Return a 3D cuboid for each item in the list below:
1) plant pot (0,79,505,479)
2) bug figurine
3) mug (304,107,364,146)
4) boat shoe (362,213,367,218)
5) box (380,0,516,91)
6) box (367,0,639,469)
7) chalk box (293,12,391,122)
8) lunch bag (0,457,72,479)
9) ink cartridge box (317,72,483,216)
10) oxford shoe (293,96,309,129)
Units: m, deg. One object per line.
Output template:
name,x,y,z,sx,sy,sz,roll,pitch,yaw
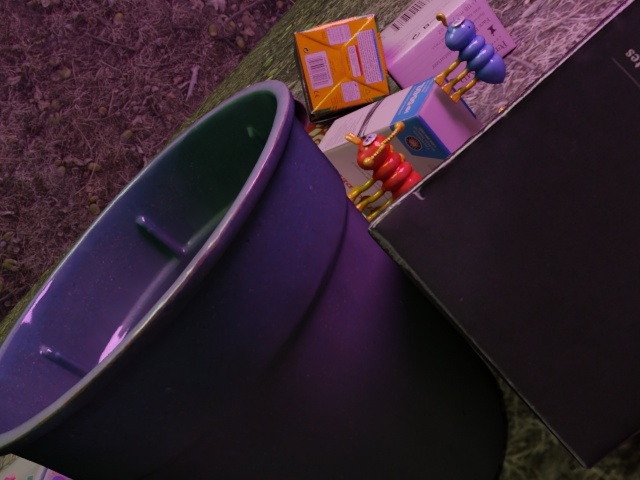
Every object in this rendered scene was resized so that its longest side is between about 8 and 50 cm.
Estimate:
plant pot,-0.038,0.103,0.557,0.341,0.334,0.341,-37,26,22
bug figurine,0.159,-0.111,0.712,0.279,0.216,0.072,-55,14,-22
mug,0.056,-0.146,1.061,0.169,0.113,0.150,-12,47,45
boat shoe,0.004,-0.001,0.938,0.109,0.091,0.305,-11,25,-11
box,0.194,-0.325,1.083,0.181,0.119,0.182,-41,26,13
box,0.211,-0.046,0.446,0.294,0.182,0.296,-41,-4,11
chalk box,0.032,-0.278,1.086,0.132,0.132,0.213,-13,7,0
lunch bag,-0.475,0.458,0.997,0.279,0.108,0.224,-38,29,21
ink cartridge box,0.111,-0.112,0.861,0.203,0.148,0.086,-11,42,51
oxford shoe,-0.146,-0.157,1.351,0.130,0.169,0.449,2,50,31
